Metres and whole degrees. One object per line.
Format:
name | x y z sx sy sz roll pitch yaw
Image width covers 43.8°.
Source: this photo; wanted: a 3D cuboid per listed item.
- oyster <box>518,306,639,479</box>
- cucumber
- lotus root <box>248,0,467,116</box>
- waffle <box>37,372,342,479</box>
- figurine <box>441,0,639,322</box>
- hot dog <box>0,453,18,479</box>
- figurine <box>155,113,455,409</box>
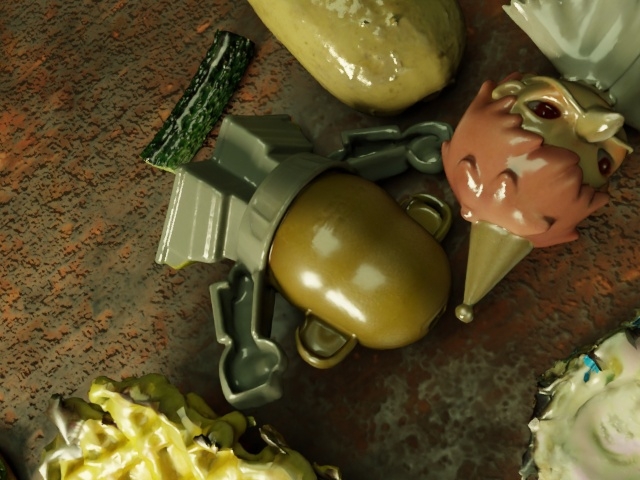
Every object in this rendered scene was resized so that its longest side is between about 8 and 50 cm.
oyster | 0.285 0.155 0.699 0.198 0.092 0.260 13 94 23
cucumber | -0.141 -0.162 0.940 0.058 0.058 0.187 32 91 23
lotus root | 0.010 -0.274 0.805 0.169 0.151 0.343 -43 94 -11
waffle | -0.123 0.320 0.765 0.379 0.095 0.382 22 113 25
figurine | 0.217 -0.103 0.717 0.207 0.166 0.387 37 87 -19
hot dog | -0.406 0.279 0.963 0.133 0.041 0.056 38 95 23
figurine | -0.001 0.000 0.792 0.284 0.167 0.343 29 91 24
